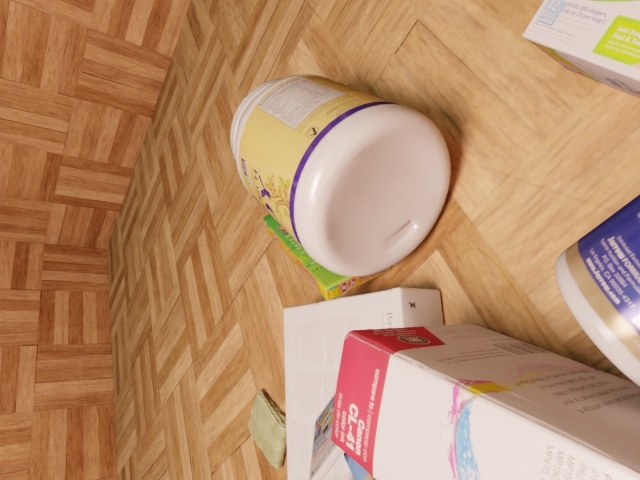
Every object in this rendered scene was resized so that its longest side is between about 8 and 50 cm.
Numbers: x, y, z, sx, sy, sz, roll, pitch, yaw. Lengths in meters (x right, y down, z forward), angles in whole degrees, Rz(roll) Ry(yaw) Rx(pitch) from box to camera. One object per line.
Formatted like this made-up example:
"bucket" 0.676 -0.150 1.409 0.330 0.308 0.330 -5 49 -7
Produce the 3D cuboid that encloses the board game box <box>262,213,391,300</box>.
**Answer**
"board game box" 0.000 0.000 0.769 0.259 0.124 0.039 46 153 46

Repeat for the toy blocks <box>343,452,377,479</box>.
"toy blocks" 0.034 0.401 0.475 0.261 0.191 0.381 47 120 59

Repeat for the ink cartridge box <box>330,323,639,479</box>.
"ink cartridge box" 0.189 0.180 0.386 0.306 0.226 0.131 17 98 55

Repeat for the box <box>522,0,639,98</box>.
"box" 0.313 -0.193 0.388 0.203 0.103 0.114 54 126 44

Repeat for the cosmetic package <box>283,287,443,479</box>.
"cosmetic package" 0.061 0.276 0.652 0.284 0.097 0.377 -20 68 52

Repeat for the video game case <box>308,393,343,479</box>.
"video game case" 0.015 0.246 0.563 0.087 0.011 0.122 -58 4 14

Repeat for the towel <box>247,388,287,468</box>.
"towel" -0.114 0.404 0.928 0.148 0.027 0.110 25 105 53

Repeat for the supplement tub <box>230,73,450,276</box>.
"supplement tub" 0.008 -0.122 0.678 0.331 0.241 0.241 43 118 49

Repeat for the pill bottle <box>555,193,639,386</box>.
"pill bottle" 0.324 -0.008 0.298 0.264 0.153 0.153 -51 46 35
